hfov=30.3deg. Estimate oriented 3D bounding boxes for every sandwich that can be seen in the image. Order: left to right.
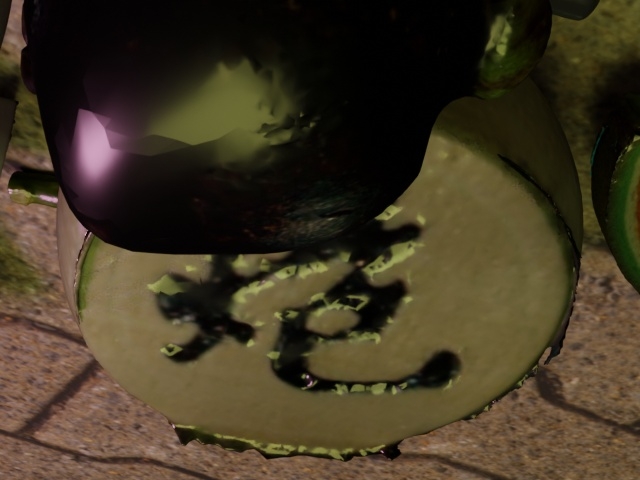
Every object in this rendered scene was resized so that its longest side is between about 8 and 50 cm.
[{"bbox_3d":[0.260,-0.039,0.827,0.159,0.079,0.235,-31,136,30],"label":"sandwich"}]

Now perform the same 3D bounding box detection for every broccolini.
[{"bbox_3d":[-0.141,-0.014,0.942,0.216,0.067,0.058,8,134,3],"label":"broccolini"}]

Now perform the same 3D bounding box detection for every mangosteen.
[{"bbox_3d":[-0.015,-0.101,0.526,0.243,0.243,0.243,4,147,3],"label":"mangosteen"}]

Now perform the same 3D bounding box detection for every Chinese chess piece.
[{"bbox_3d":[0.000,0.000,0.794,0.349,0.146,0.349,-2,134,-2],"label":"Chinese chess piece"}]

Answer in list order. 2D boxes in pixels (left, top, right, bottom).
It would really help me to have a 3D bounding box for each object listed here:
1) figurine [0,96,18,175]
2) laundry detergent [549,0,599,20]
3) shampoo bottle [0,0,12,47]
[{"bbox_3d":[-0.346,-0.067,0.829,0.236,0.133,0.176,15,144,-19],"label":"figurine"},{"bbox_3d":[0.051,-0.169,0.655,0.226,0.070,0.099,15,143,-12],"label":"laundry detergent"},{"bbox_3d":[-0.304,-0.125,0.603,0.273,0.266,0.273,5,148,3],"label":"shampoo bottle"}]
